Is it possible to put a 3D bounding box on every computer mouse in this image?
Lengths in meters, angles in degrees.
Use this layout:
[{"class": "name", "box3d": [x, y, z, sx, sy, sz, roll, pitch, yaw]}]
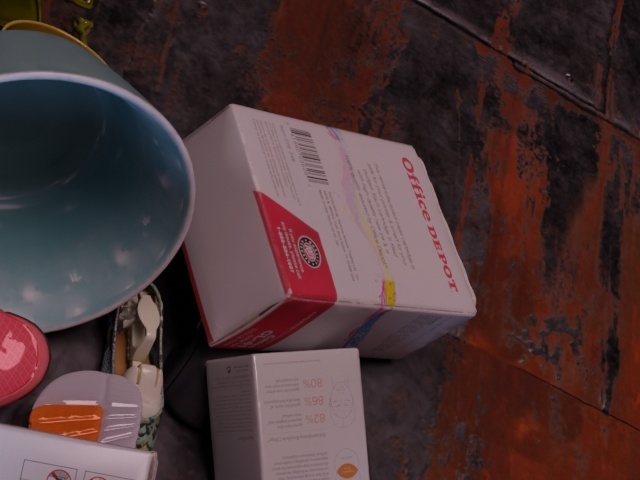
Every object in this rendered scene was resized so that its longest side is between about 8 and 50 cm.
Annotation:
[{"class": "computer mouse", "box3d": [-0.105, 0.064, 1.611, 0.184, 0.060, 0.262, 44, 45, -4]}]

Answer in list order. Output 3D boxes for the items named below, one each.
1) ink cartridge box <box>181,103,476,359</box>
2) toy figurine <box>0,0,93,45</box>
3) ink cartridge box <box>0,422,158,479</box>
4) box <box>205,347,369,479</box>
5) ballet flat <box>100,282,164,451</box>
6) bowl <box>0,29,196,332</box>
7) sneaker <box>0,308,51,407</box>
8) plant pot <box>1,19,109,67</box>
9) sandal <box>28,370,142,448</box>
[{"class": "ink cartridge box", "box3d": [0.000, 0.000, 1.626, 0.306, 0.131, 0.226, 11, 54, -48]}, {"class": "toy figurine", "box3d": [-0.375, -0.364, 1.668, 0.191, 0.217, 0.362, -15, 114, -55]}, {"class": "ink cartridge box", "box3d": [-0.299, 0.208, 1.229, 0.309, 0.272, 0.130, 11, 78, -6]}, {"class": "box", "box3d": [-0.032, 0.196, 1.517, 0.130, 0.091, 0.170, 0, 83, -36]}, {"class": "ballet flat", "box3d": [-0.183, 0.120, 1.517, 0.070, 0.070, 0.188, 11, 56, -30]}, {"class": "bowl", "box3d": [-0.287, -0.075, 1.446, 0.311, 0.311, 0.163, 11, 36, -29]}, {"class": "sneaker", "box3d": [-0.375, 0.096, 1.334, 0.314, 0.136, 0.116, 8, 74, -29]}, {"class": "plant pot", "box3d": [-0.290, -0.149, 1.588, 0.134, 0.095, 0.134, 28, 29, -17]}, {"class": "sandal", "box3d": [-0.229, 0.237, 1.398, 0.102, 0.076, 0.265, 11, 48, -6]}]
